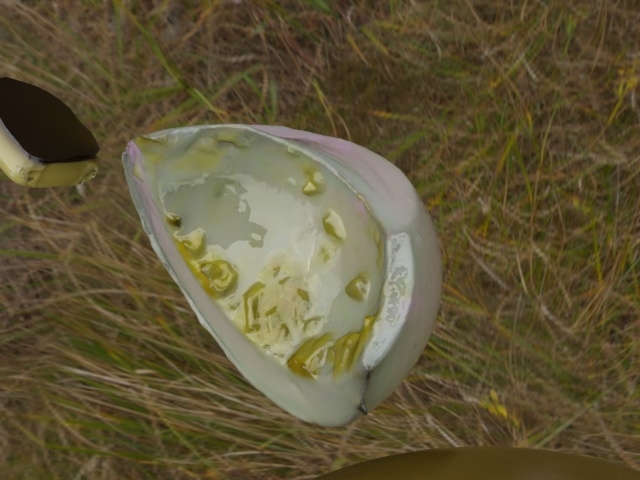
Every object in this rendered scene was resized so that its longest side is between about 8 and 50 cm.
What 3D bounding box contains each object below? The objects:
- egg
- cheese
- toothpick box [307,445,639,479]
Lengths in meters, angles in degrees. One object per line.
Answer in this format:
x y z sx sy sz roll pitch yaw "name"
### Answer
-0.005 0.008 0.859 0.162 0.206 0.271 -35 62 -25 "egg"
-0.247 -0.104 0.894 0.162 0.086 0.036 47 124 23 "cheese"
0.054 0.284 0.386 0.409 0.425 0.409 11 115 26 "toothpick box"
